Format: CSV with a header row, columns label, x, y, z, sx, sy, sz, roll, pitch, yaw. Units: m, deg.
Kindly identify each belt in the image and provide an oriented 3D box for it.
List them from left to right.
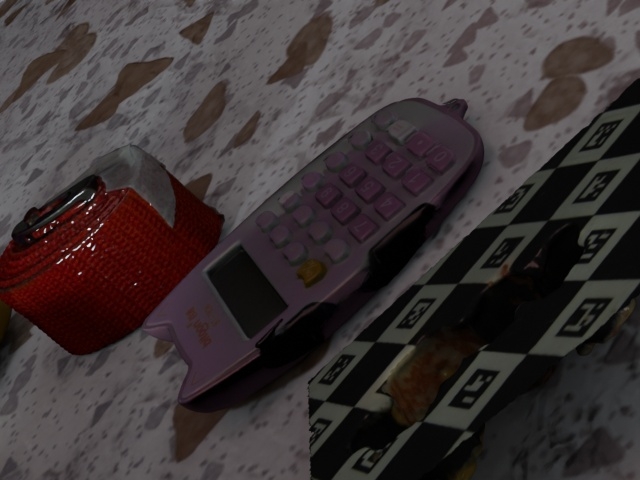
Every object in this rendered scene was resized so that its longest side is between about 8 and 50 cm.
label,x,y,z,sx,sy,sz,roll,pitch,yaw
belt,-0.192,0.003,1.164,0.201,0.124,0.128,-33,31,26

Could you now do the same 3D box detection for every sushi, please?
label,x,y,z,sx,sy,sz,roll,pitch,yaw
sushi,0.114,0.046,0.747,0.290,0.050,0.264,-43,12,10

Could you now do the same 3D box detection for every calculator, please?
label,x,y,z,sx,sy,sz,roll,pitch,yaw
calculator,0.001,0.001,0.987,0.294,0.043,0.194,-42,25,-1

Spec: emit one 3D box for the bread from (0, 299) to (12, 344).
label,x,y,z,sx,sy,sz,roll,pitch,yaw
bread,-0.362,0.100,1.312,0.134,0.085,0.173,-31,31,34
